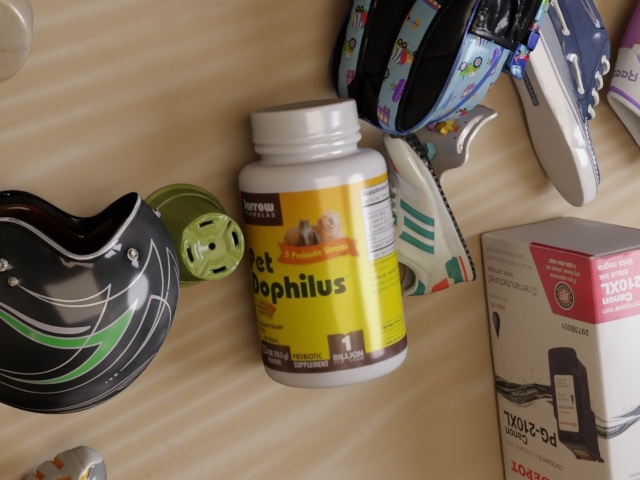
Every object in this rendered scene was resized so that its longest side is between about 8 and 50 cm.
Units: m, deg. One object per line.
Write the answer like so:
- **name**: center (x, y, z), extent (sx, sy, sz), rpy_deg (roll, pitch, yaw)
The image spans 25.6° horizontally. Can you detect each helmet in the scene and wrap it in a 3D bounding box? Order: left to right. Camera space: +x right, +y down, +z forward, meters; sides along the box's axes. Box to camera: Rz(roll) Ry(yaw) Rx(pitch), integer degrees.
- **helmet**: center (-0.184, 0.040, 1.011), extent (0.161, 0.169, 0.169), rpy_deg (13, 91, -13)

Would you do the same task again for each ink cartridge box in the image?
- **ink cartridge box**: center (0.229, 0.110, 1.194), extent (0.100, 0.172, 0.237), rpy_deg (-11, 101, -22)

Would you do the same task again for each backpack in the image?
- **backpack**: center (0.091, -0.167, 1.114), extent (0.117, 0.158, 0.173), rpy_deg (8, 107, -42)

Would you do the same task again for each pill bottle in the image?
- **pill bottle**: center (0.000, 0.000, 1.109), extent (0.117, 0.117, 0.215), rpy_deg (-12, 100, -22)

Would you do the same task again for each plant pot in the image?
- **plant pot**: center (-0.095, 0.000, 1.088), extent (0.083, 0.079, 0.083), rpy_deg (-3, 97, -24)

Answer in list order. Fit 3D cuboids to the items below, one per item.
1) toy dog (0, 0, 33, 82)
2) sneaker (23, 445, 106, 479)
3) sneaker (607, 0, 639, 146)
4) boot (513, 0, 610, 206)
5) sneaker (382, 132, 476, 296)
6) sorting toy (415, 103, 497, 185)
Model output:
- **toy dog**: center (-0.341, -0.206, 0.915), extent (0.333, 0.220, 0.161), rpy_deg (43, 110, -15)
- **sneaker**: center (-0.203, 0.258, 1.076), extent (0.083, 0.084, 0.215), rpy_deg (18, 98, -28)
- **sneaker**: center (0.384, -0.113, 1.284), extent (0.282, 0.102, 0.161), rpy_deg (23, 90, -14)
- **boot**: center (0.221, -0.129, 1.217), extent (0.086, 0.069, 0.190), rpy_deg (-26, 104, -16)
- **sneaker**: center (0.070, -0.017, 1.160), extent (0.075, 0.057, 0.161), rpy_deg (-24, 124, 5)
- **sorting toy**: center (0.115, -0.088, 1.172), extent (0.045, 0.075, 0.083), rpy_deg (37, 80, -23)
